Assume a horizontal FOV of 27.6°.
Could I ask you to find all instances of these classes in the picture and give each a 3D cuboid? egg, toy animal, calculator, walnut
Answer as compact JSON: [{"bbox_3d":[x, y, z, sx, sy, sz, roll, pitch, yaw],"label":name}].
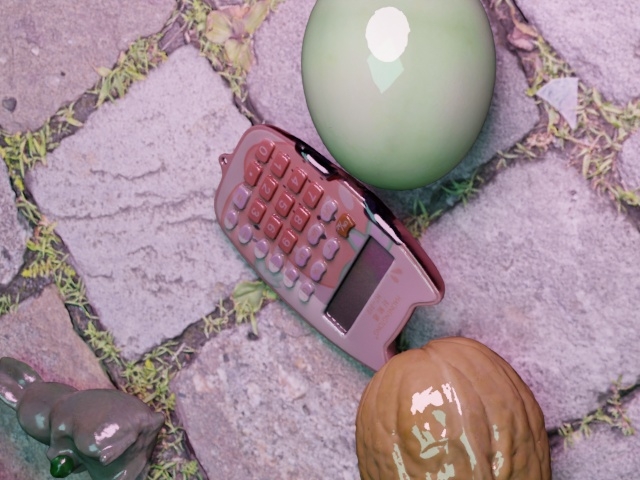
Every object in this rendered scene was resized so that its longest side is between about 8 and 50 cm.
[{"bbox_3d":[0.089,-0.191,1.470,0.220,0.220,0.269,-5,98,18],"label":"egg"},{"bbox_3d":[-0.331,0.232,1.701,0.251,0.127,0.125,24,112,30],"label":"toy animal"},{"bbox_3d":[0.000,0.000,1.558,0.330,0.048,0.220,42,136,12],"label":"calculator"},{"bbox_3d":[0.151,0.242,1.484,0.225,0.225,0.261,-14,87,18],"label":"walnut"}]
